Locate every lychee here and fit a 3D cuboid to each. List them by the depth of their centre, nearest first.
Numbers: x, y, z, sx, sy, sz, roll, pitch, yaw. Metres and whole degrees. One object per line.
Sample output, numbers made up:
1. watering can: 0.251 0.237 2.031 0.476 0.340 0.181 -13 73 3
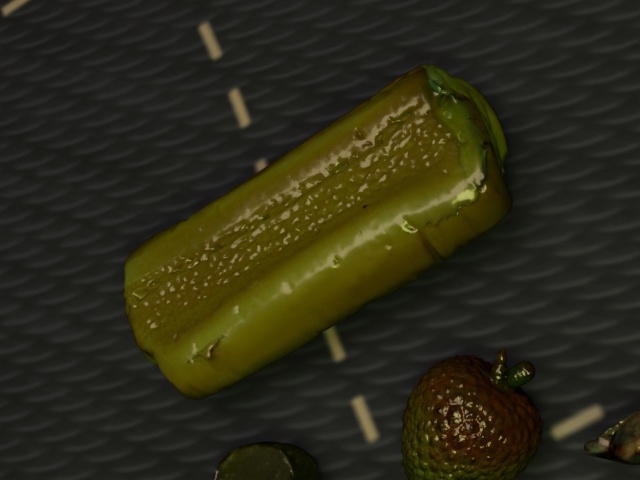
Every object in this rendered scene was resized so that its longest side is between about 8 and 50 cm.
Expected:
1. lychee: 0.125 0.151 1.279 0.114 0.114 0.146 41 112 30

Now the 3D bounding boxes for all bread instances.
1. bread: 0.000 0.000 1.385 0.383 0.112 0.166 -32 60 13

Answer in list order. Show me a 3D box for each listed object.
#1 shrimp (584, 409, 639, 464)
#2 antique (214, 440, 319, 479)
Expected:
1. shrimp: 0.287 0.226 1.160 0.360 0.085 0.247 -6 76 5
2. antique: -0.049 0.285 1.334 0.081 0.080 0.221 0 72 24
